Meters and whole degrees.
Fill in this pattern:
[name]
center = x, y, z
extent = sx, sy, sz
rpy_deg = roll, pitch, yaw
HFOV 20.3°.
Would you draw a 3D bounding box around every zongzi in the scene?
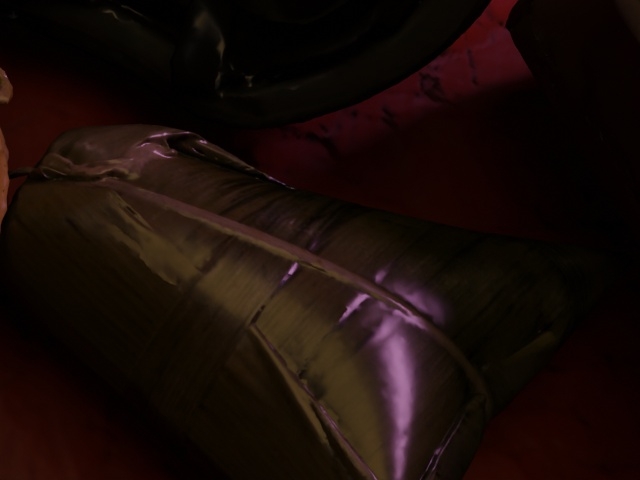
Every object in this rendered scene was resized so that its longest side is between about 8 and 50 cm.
[zongzi]
center = -0.002, -0.001, 0.670
extent = 0.205, 0.094, 0.204
rpy_deg = 41, 54, 8

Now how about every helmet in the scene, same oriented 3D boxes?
[helmet]
center = -0.046, -0.194, 0.699
extent = 0.305, 0.225, 0.177
rpy_deg = 38, 29, 2

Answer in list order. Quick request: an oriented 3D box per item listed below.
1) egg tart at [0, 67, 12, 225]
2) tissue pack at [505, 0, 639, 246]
[egg tart]
center = -0.243, -0.020, 0.584
extent = 0.288, 0.118, 0.288
rpy_deg = 10, 61, -19
[tissue pack]
center = 0.218, -0.024, 0.647
extent = 0.238, 0.238, 0.305
rpy_deg = -21, 70, -26
